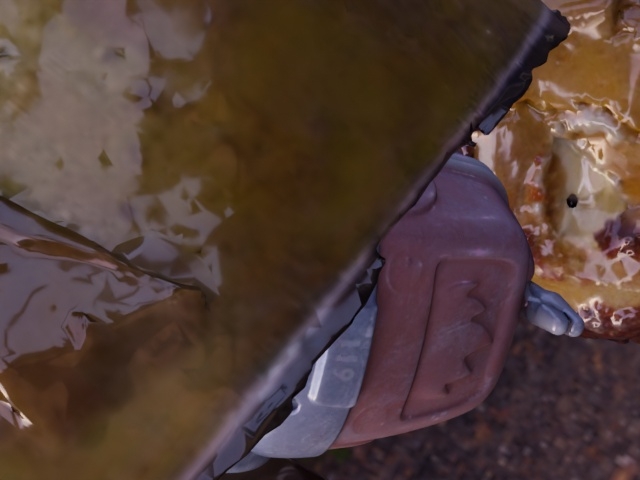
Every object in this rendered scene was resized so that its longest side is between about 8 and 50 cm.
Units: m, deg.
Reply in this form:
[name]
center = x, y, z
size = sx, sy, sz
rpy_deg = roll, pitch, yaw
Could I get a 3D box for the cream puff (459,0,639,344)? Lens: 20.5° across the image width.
[cream puff]
center = 0.254, -0.076, 1.438
size = 0.350, 0.350, 0.228
rpy_deg = -40, 8, 25

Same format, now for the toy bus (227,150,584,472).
[toy bus]
center = 0.000, 0.000, 1.053
size = 0.294, 0.232, 0.197
rpy_deg = 44, 129, 55

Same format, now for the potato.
[potato]
center = -0.093, -0.011, 0.498
size = 0.299, 0.196, 0.246
rpy_deg = -53, 3, -31

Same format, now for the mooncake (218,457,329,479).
[mooncake]
center = -0.118, 0.269, 1.187
size = 0.334, 0.174, 0.326
rpy_deg = 31, 120, 18
